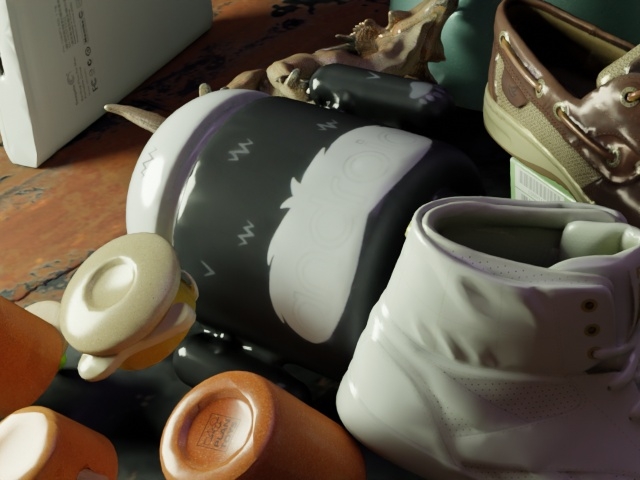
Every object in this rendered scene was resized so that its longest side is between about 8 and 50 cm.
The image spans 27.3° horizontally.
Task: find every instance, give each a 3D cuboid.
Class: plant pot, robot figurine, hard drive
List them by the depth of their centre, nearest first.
[{"bbox_3d":[0.002,-0.001,0.879,0.278,0.174,0.209,19,37,31],"label":"robot figurine"},{"bbox_3d":[-0.199,-0.229,1.211,0.040,0.203,0.307,12,37,23],"label":"hard drive"},{"bbox_3d":[0.202,-0.264,1.217,0.293,0.196,0.293,-2,30,1],"label":"plant pot"}]

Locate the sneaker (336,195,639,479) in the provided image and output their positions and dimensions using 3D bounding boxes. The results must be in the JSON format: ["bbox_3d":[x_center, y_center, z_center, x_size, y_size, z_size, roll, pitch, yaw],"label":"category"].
[{"bbox_3d":[0.163,0.080,0.690,0.292,0.169,0.108,21,37,5],"label":"sneaker"}]

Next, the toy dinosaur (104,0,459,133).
[{"bbox_3d":[-0.017,-0.113,1.103,0.295,0.127,0.200,-9,24,14],"label":"toy dinosaur"}]

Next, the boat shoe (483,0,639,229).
[{"bbox_3d":[0.230,-0.084,0.923,0.123,0.123,0.342,-21,36,-19],"label":"boat shoe"}]

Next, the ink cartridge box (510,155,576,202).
[{"bbox_3d":[0.290,-0.045,1.019,0.235,0.056,0.171,-22,37,-22],"label":"ink cartridge box"}]

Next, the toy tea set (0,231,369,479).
[{"bbox_3d":[-0.109,0.119,0.795,0.200,0.124,0.336,-41,44,-1],"label":"toy tea set"}]
